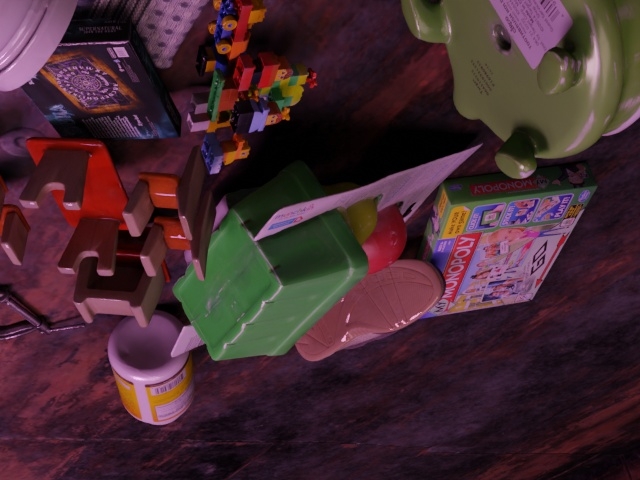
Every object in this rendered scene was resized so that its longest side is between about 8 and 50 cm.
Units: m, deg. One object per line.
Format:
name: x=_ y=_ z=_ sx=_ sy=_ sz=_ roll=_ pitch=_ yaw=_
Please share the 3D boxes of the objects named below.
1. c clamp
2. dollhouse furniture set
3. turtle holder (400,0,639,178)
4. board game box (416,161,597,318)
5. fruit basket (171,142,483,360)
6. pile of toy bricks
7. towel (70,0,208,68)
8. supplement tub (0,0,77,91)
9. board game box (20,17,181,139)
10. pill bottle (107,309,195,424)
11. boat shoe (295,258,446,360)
c clamp: x=-0.423 y=0.100 z=1.206 sx=0.137 sy=0.022 sz=0.160 roll=-16 pitch=150 yaw=12
dollhouse furniture set: x=-0.242 y=-0.025 z=0.967 sx=0.262 sy=0.135 sz=0.259 roll=4 pitch=146 yaw=6
turtle holder: x=0.232 y=-0.190 z=0.809 sx=0.227 sy=0.243 sz=0.320 roll=-27 pitch=141 yaw=-13
board game box: x=0.253 y=0.009 z=1.313 sx=0.213 sy=0.046 sz=0.317 roll=-9 pitch=148 yaw=-11
fruit basket: x=0.000 y=0.000 z=1.099 sx=0.353 sy=0.165 sz=0.327 roll=-29 pitch=167 yaw=-43
pile of toy bricks: x=-0.056 y=-0.150 z=0.871 sx=0.105 sy=0.118 sz=0.212 roll=-12 pitch=155 yaw=-23
towel: x=-0.191 y=-0.285 z=0.674 sx=0.312 sy=0.056 sz=0.324 roll=12 pitch=142 yaw=-32
supplement tub: x=-0.279 y=-0.198 z=0.595 sx=0.144 sy=0.144 sz=0.200 roll=-33 pitch=141 yaw=28
board game box: x=-0.214 y=-0.145 z=0.835 sx=0.126 sy=0.026 sz=0.186 roll=-1 pitch=161 yaw=4
pill bottle: x=-0.250 y=0.201 z=1.340 sx=0.117 sy=0.117 sz=0.215 roll=-8 pitch=148 yaw=-10
boat shoe: x=0.079 y=0.101 z=1.340 sx=0.285 sy=0.103 sz=0.092 roll=-34 pitch=167 yaw=36
